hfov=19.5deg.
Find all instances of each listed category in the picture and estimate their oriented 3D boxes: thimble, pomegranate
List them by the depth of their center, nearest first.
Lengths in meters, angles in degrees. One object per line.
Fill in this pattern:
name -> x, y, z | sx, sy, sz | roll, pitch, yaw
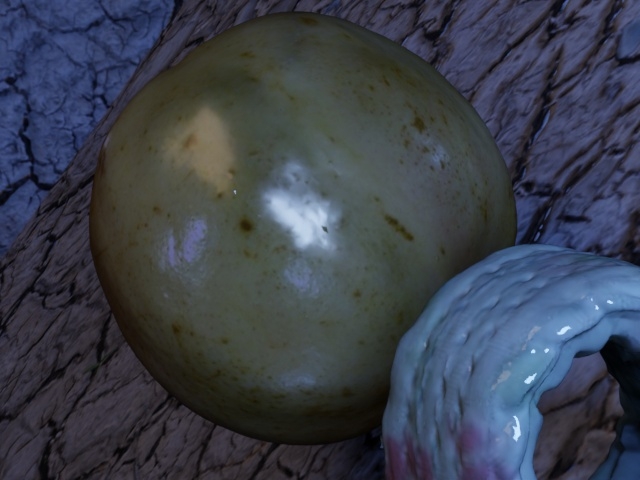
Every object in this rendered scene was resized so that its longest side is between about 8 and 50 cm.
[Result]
thimble -> 0.132, 0.113, 0.991 | 0.211, 0.185, 0.149 | -63, 22, -4
pomegranate -> 0.000, 0.000, 1.296 | 0.319, 0.319, 0.319 | -42, 24, 23
